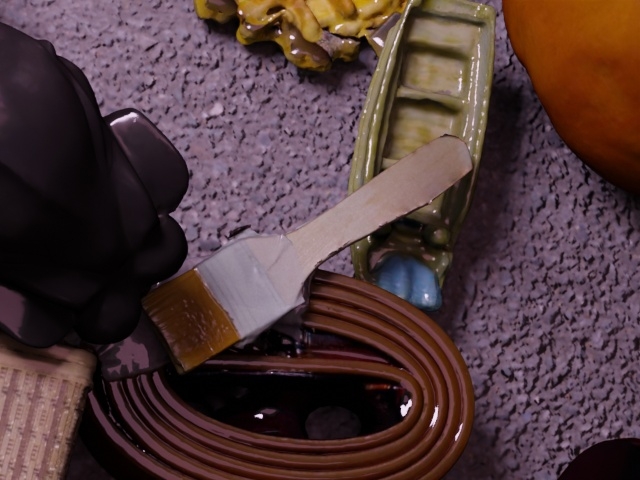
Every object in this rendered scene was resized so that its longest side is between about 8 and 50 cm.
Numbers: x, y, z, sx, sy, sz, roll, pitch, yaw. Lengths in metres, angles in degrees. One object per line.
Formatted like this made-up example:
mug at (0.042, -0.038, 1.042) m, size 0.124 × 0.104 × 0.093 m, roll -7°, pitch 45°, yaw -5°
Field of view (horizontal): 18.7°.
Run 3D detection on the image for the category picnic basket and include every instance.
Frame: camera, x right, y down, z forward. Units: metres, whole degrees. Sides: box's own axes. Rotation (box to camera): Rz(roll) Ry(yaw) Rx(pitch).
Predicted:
picnic basket at (-0.347, 0.132, 1.470) m, size 0.312 × 0.228 × 0.175 m, roll 15°, pitch 74°, yaw -13°

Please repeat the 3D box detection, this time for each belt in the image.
belt at (-0.046, 0.127, 1.620) m, size 0.338 × 0.122 × 0.217 m, roll 9°, pitch 75°, yaw -15°

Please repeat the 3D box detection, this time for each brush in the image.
brush at (0.000, 0.000, 1.599) m, size 0.336 × 0.020 × 0.085 m, roll -31°, pitch 84°, yaw -28°

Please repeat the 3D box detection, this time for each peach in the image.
peach at (0.319, -0.207, 1.722) m, size 0.301 × 0.343 × 0.343 m, roll -30°, pitch 85°, yaw 22°

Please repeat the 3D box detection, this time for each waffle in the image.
waffle at (-0.011, -0.303, 1.763) m, size 0.329 × 0.062 × 0.329 m, roll 2°, pitch 84°, yaw -21°

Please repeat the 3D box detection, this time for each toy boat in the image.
toy boat at (0.086, -0.078, 1.717) m, size 0.111 × 0.084 × 0.276 m, roll 10°, pitch 87°, yaw -13°

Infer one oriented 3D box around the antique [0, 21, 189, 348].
antique at (-0.241, -0.060, 1.411) m, size 0.255 × 0.322 × 0.185 m, roll 34°, pitch 82°, yaw 31°

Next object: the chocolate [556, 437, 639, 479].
chocolate at (0.271, 0.263, 1.675) m, size 0.176 × 0.177 × 0.177 m, roll 4°, pitch 75°, yaw -16°
